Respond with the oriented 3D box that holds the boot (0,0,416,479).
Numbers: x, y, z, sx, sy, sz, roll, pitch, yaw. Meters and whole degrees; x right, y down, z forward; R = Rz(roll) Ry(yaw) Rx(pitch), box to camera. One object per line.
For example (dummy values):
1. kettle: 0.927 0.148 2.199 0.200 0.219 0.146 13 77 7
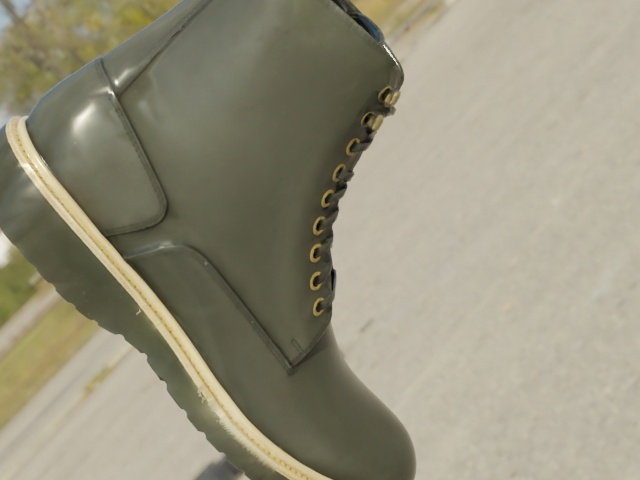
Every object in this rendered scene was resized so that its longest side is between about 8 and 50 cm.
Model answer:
1. boot: 0.000 0.000 0.514 0.137 0.198 0.077 -41 26 11
